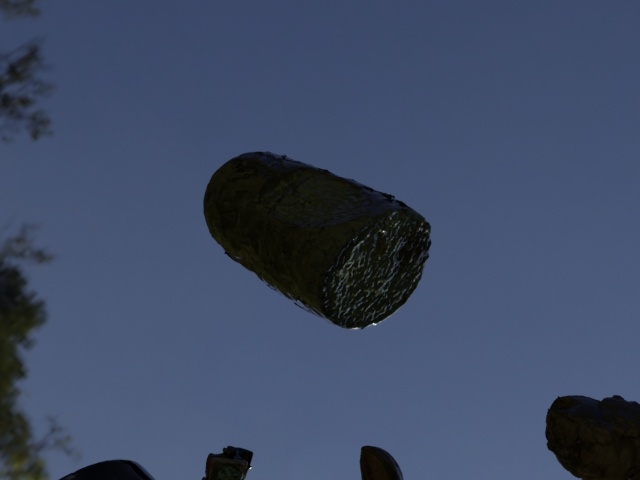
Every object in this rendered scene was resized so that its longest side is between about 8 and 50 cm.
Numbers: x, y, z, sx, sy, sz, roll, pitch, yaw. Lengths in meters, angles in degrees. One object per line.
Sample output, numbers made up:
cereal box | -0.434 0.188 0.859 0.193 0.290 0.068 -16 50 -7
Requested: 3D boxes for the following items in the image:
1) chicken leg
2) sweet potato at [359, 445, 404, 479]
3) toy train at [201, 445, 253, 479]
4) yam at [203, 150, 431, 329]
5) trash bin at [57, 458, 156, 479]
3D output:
chicken leg | 0.298 0.182 1.429 0.197 0.085 0.069 2 -58 10
sweet potato | 0.068 0.246 1.306 0.053 0.054 0.182 -29 -79 -4
toy train | -0.118 0.333 1.711 0.053 0.085 0.250 11 -69 -9
yam | 0.000 0.000 1.624 0.254 0.154 0.154 24 -48 53
trash bin | -0.097 0.322 1.094 0.301 0.203 0.252 40 -68 25
